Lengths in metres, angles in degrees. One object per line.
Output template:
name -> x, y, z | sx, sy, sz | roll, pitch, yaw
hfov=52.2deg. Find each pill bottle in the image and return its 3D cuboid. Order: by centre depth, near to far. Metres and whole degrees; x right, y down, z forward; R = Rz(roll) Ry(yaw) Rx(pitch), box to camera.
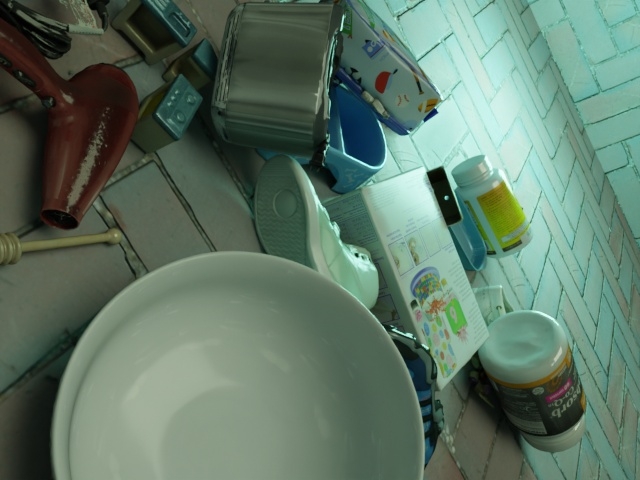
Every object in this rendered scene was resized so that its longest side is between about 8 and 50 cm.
pill bottle -> 0.416, 0.277, 1.255 | 0.278, 0.162, 0.162 | 59, 35, -34
pill bottle -> 0.370, -0.076, 1.431 | 0.214, 0.117, 0.117 | 59, 36, -15

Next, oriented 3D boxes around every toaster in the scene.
toaster -> -0.052, -0.199, 0.839 | 0.129, 0.147, 0.226 | 85, 13, -78

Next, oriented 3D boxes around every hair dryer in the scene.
hair dryer -> -0.273, -0.152, 0.629 | 0.224, 0.080, 0.293 | -19, 92, -57

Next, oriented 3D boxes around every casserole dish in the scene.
casserole dish -> 0.290, -0.018, 1.365 | 0.188, 0.037, 0.114 | 59, 36, -15

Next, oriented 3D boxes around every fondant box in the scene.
fondant box -> 0.147, 0.058, 1.083 | 0.238, 0.096, 0.330 | -24, 92, -55

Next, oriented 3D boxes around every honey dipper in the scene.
honey dipper -> -0.255, 0.004, 0.627 | 0.161, 0.031, 0.030 | -8, 80, -57

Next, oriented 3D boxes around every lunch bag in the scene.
lunch bag -> 0.084, -0.293, 1.065 | 0.243, 0.115, 0.303 | 41, 21, -19

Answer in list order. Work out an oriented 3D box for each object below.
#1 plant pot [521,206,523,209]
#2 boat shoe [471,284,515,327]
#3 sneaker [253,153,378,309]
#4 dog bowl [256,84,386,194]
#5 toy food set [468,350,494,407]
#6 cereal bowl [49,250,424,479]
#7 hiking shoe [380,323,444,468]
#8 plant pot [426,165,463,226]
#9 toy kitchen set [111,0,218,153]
plant pot -> 0.427, -0.091, 1.561 | 0.083, 0.083, 0.079 | 8, 55, -52
boat shoe -> 0.400, 0.201, 1.348 | 0.277, 0.096, 0.098 | 51, 37, -25
sneaker -> 0.000, 0.001, 0.920 | 0.151, 0.094, 0.255 | -19, 90, -58
dog bowl -> 0.001, -0.179, 1.026 | 0.297, 0.074, 0.165 | 18, 59, -49
toy food set -> 0.307, 0.259, 1.264 | 0.078, 0.019, 0.122 | 41, 36, -35
cereal bowl -> -0.080, 0.188, 0.622 | 0.339, 0.141, 0.338 | 11, 57, -18
hiking shoe -> 0.100, 0.228, 0.875 | 0.304, 0.113, 0.132 | 61, 38, -40
plant pot -> 0.208, -0.072, 1.230 | 0.096, 0.109, 0.108 | -13, 84, -67
toy kitchen set -> -0.202, -0.235, 0.735 | 0.207, 0.122, 0.166 | 46, 40, -29
